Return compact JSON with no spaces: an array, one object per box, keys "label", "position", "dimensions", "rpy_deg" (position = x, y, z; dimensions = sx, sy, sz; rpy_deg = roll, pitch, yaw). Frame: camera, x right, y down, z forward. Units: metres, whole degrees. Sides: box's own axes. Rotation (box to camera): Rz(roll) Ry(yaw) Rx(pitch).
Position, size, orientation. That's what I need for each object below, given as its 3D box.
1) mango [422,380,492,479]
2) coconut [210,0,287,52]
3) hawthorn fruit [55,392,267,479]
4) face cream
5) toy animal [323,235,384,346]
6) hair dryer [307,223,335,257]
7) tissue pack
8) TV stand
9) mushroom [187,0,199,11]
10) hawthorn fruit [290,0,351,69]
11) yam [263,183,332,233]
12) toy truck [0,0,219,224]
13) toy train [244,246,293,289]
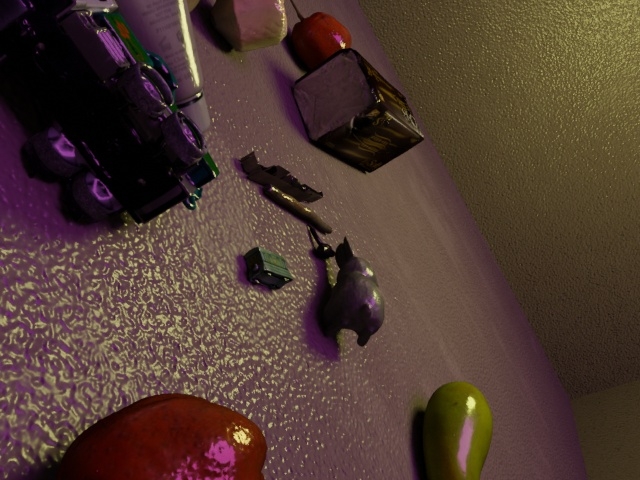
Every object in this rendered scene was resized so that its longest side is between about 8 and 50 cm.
[{"label":"mango","position":[0.289,0.432,1.236],"dimensions":[0.175,0.143,0.293],"rpy_deg":[58,33,-29]},{"label":"coconut","position":[-0.154,-0.475,1.219],"dimensions":[0.147,0.153,0.146],"rpy_deg":[165,-90,-83]},{"label":"hawthorn fruit","position":[-0.136,0.219,0.511],"dimensions":[0.189,0.189,0.189],"rpy_deg":[47,29,-35]},{"label":"face cream","position":[-0.224,-0.289,0.794],"dimensions":[0.143,0.089,0.314],"rpy_deg":[-39,139,-33]},{"label":"toy animal","position":[0.076,0.090,1.135],"dimensions":[0.108,0.138,0.236],"rpy_deg":[27,45,-12]},{"label":"hair dryer","position":[0.000,0.000,1.211],"dimensions":[0.083,0.031,0.079],"rpy_deg":[61,11,14]},{"label":"tissue pack","position":[0.111,-0.340,1.573],"dimensions":[0.370,0.210,0.198],"rpy_deg":[12,49,-60]},{"label":"TV stand","position":[-0.069,-0.117,1.165],"dimensions":[0.249,0.036,0.042],"rpy_deg":[22,46,-58]},{"label":"mushroom","position":[-0.230,-0.496,0.869],"dimensions":[0.292,0.290,0.292],"rpy_deg":[-18,90,-84]},{"label":"hawthorn fruit","position":[-0.033,-0.603,1.613],"dimensions":[0.285,0.165,0.165],"rpy_deg":[53,25,-11]},{"label":"yam","position":[-0.038,-0.062,1.186],"dimensions":[0.234,0.027,0.029],"rpy_deg":[32,35,-52]},{"label":"toy truck","position":[-0.260,-0.176,0.675],"dimensions":[0.363,0.177,0.178],"rpy_deg":[56,16,-20]},{"label":"toy train","position":[-0.087,0.047,0.961],"dimensions":[0.093,0.038,0.056],"rpy_deg":[26,37,-55]}]
